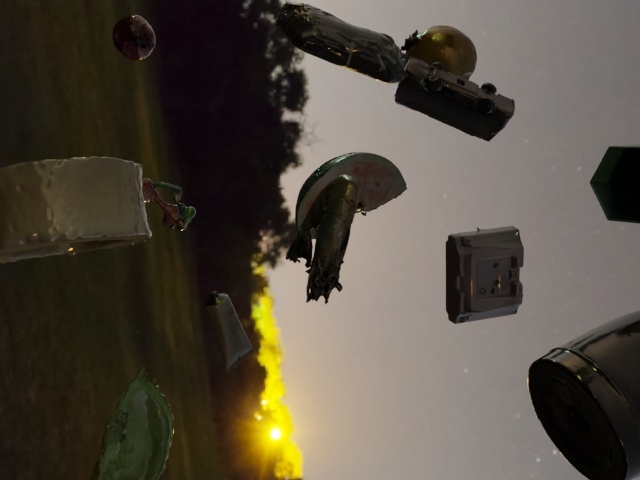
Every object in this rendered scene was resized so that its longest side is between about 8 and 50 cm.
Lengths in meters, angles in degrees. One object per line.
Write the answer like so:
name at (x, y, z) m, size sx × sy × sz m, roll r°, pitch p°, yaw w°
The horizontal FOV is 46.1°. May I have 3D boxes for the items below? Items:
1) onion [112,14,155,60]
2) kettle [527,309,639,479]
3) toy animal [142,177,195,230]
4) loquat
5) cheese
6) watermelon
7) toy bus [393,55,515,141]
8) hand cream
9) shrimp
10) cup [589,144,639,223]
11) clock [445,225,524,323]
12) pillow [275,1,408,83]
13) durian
onion at (-0.549, -0.597, 2.210) m, size 0.131 × 0.131 × 0.131 m, roll 174°, pitch -90°, yaw -78°
kettle at (0.528, 0.229, 1.263) m, size 0.228 × 0.324 × 0.321 m, roll 63°, pitch -14°, yaw 4°
toy animal at (-0.384, -0.109, 1.759) m, size 0.103 × 0.208 × 0.100 m, roll -47°, pitch -169°, yaw 21°
loquat at (0.360, -0.557, 2.323) m, size 0.244 × 0.244 × 0.243 m, roll 174°, pitch -90°, yaw -78°
cheese at (-0.482, -0.053, 1.383) m, size 0.332 × 0.292 × 0.153 m, roll -15°, pitch -96°, yaw 53°
watermelon at (0.045, -0.150, 2.017) m, size 0.175 × 0.322 × 0.188 m, roll 28°, pitch -40°, yaw 56°
toy bus at (0.364, -0.383, 2.053) m, size 0.112 × 0.317 × 0.138 m, roll -68°, pitch -177°, yaw -50°
hand cream at (-0.204, 0.192, 1.649) m, size 0.054 × 0.087 × 0.186 m, roll 7°, pitch -56°, yaw 44°
shrimp at (-0.007, -0.003, 1.549) m, size 0.178 × 0.075 × 0.289 m, roll -11°, pitch -116°, yaw 56°
cup at (0.617, -0.115, 1.346) m, size 0.148 × 0.236 × 0.134 m, roll 16°, pitch -66°, yaw 52°
clock at (0.421, 0.088, 1.934) m, size 0.083 × 0.187 × 0.253 m, roll -136°, pitch -140°, yaw -68°
pillow at (0.055, -0.469, 1.779) m, size 0.161 × 0.335 × 0.092 m, roll -90°, pitch -159°, yaw -51°
durian at (-0.436, 0.498, 1.727) m, size 0.198 × 0.163 × 0.394 m, roll 117°, pitch -10°, yaw -61°
